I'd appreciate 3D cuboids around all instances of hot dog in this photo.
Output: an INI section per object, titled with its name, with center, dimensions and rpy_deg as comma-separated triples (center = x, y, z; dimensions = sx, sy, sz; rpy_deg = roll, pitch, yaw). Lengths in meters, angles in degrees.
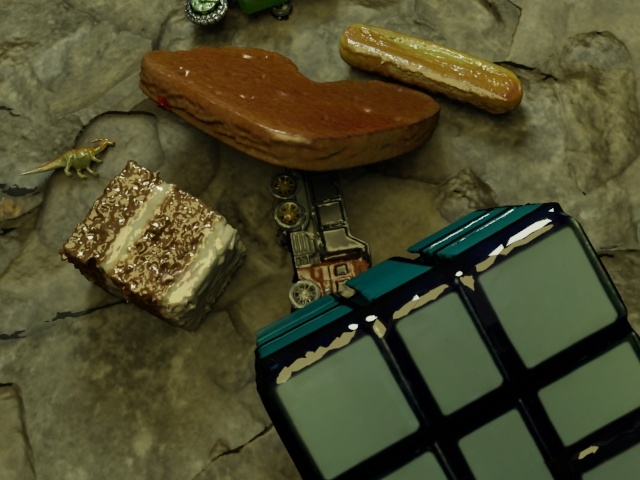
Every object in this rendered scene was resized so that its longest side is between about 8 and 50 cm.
[hot dog]
center = 0.125, -0.194, 1.139
dimensions = 0.216, 0.047, 0.066
rpy_deg = 19, 59, 9

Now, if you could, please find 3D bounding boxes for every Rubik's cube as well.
[Rubik's cube]
center = 0.120, 0.153, 0.876
dimensions = 0.283, 0.288, 0.293
rpy_deg = -31, 91, -3

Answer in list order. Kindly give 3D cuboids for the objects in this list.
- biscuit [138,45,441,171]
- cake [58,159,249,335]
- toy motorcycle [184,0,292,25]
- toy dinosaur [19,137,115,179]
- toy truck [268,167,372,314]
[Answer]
[biscuit]
center = -0.030, -0.148, 1.088
dimensions = 0.277, 0.052, 0.262
rpy_deg = 29, 32, 30
[cake]
center = -0.169, 0.015, 1.057
dimensions = 0.147, 0.135, 0.134
rpy_deg = 35, 78, 8
[toy motorcycle]
center = -0.077, -0.317, 1.185
dimensions = 0.190, 0.074, 0.106
rpy_deg = -20, 64, -2
[toy dinosaur]
center = -0.284, -0.085, 1.147
dimensions = 0.113, 0.026, 0.041
rpy_deg = -27, 66, -13
[toy truck]
center = 0.000, 0.000, 1.071
dimensions = 0.092, 0.083, 0.192
rpy_deg = -10, 72, -4
